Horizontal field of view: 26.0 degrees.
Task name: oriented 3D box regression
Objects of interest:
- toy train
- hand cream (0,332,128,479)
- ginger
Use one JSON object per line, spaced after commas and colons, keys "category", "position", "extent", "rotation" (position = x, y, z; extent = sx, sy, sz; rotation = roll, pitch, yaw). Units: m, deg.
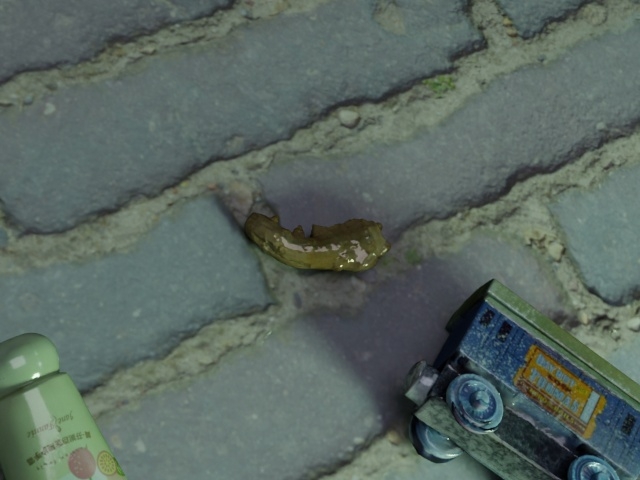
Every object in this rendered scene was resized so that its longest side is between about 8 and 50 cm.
{"category": "toy train", "position": [0.242, 0.201, 1.576], "extent": [0.299, 0.131, 0.202], "rotation": [36, 52, -3]}
{"category": "hand cream", "position": [-0.258, 0.243, 1.392], "extent": [0.147, 0.093, 0.306], "rotation": [-23, 86, -29]}
{"category": "ginger", "position": [-0.001, 0.003, 1.614], "extent": [0.173, 0.051, 0.069], "rotation": [7, 61, -20]}
